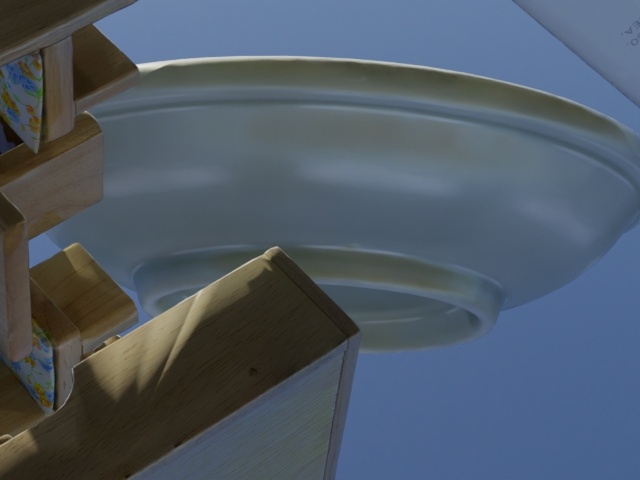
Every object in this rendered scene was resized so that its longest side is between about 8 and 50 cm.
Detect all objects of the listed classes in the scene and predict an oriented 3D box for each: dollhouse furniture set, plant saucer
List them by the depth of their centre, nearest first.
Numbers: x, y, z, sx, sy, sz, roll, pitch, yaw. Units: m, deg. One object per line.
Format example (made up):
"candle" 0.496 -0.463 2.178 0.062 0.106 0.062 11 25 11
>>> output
"dollhouse furniture set" -0.129 0.019 0.645 0.161 0.212 0.242 -31 -120 -28
"plant saucer" 0.000 0.000 1.142 0.400 0.400 0.100 7 -104 -11

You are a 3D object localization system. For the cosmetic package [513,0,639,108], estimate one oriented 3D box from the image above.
"cosmetic package" 0.122 -0.154 0.706 0.183 0.151 0.151 33 -160 -42
